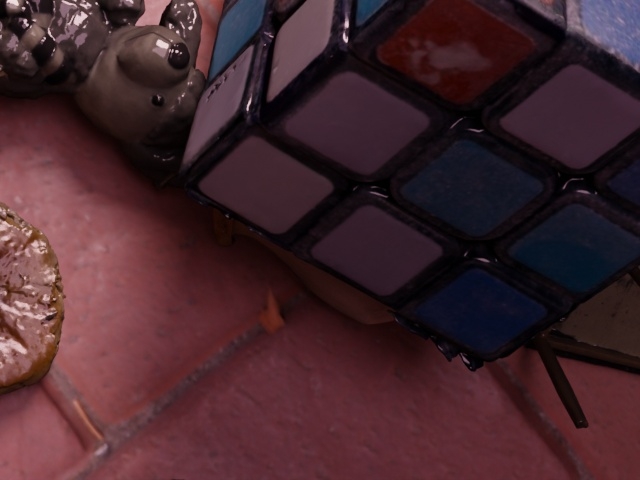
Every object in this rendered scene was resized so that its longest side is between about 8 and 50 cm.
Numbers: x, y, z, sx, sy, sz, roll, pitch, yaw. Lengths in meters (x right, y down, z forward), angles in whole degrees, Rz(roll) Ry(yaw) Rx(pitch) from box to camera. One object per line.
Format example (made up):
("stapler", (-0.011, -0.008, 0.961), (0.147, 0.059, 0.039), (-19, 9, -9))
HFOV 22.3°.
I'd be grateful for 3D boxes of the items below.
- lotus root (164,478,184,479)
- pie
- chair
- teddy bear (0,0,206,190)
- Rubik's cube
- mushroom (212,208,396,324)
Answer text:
("lotus root", (-0.165, 0.239, 1.314), (0.143, 0.144, 0.070), (-8, 86, -16))
("pie", (-0.302, 0.056, 1.354), (0.195, 0.046, 0.195), (6, 74, -22))
("chair", (0.305, 0.059, 1.557), (0.188, 0.166, 0.272), (14, 28, -18))
("teddy bear", (-0.176, -0.171, 1.419), (0.251, 0.144, 0.171), (23, 61, -18))
("Rubik's cube", (0.136, -0.166, 1.367), (0.362, 0.359, 0.363), (28, 47, -20))
("mushroom", (0.000, 0.000, 1.476), (0.213, 0.097, 0.088), (27, 24, -9))
